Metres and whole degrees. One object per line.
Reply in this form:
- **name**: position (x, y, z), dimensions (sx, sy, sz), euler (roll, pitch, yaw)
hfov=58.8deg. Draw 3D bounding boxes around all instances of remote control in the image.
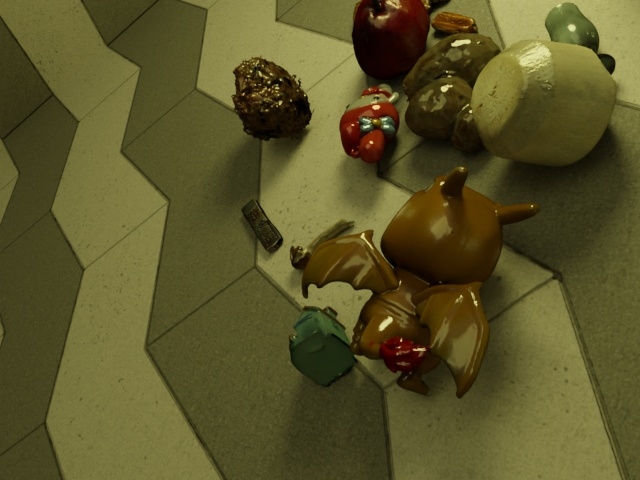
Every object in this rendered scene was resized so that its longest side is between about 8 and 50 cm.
- **remote control**: position (-0.161, -0.044, 1.555), dimensions (0.059, 0.028, 0.212), euler (-39, 45, 3)

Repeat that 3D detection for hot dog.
- **hot dog**: position (0.361, -0.580, 1.526), dimensions (0.062, 0.038, 0.144), euler (-50, 47, -7)

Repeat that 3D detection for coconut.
- **coconut**: position (0.444, -0.267, 1.116), dimensions (0.237, 0.265, 0.237), euler (-174, 90, -74)

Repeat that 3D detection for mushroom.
- **mushroom**: position (0.000, 0.000, 1.384), dimensions (0.187, 0.061, 0.060), euler (-41, 39, 1)

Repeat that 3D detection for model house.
- **model house**: position (-0.004, 0.199, 1.201), dimensions (0.119, 0.148, 0.149), euler (-38, 32, 16)

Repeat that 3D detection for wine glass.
- **wine glass**: position (0.558, -0.429, 1.234), dimensions (0.093, 0.093, 0.202), euler (-24, 52, 22)

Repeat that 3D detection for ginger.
- **ginger**: position (0.305, -0.338, 1.336), dimensions (0.244, 0.155, 0.304), euler (-5, 66, 27)

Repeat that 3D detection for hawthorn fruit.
- **hawthorn fruit**: position (0.181, -0.569, 1.502), dimensions (0.210, 0.266, 0.230), euler (21, 77, 24)

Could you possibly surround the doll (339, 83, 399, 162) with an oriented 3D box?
- **doll**: position (0.124, -0.294, 1.439), dimensions (0.161, 0.130, 0.290), euler (-7, 42, 26)

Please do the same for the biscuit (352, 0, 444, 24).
- **biscuit**: position (0.239, -0.736, 1.698), dimensions (0.334, 0.081, 0.289), euler (-15, 52, 31)

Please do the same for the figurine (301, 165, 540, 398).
- **figurine**: position (0.204, 0.076, 1.029), dimensions (0.401, 0.268, 0.387), euler (30, 92, 52)

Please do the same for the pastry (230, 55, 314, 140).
- **pastry**: position (-0.155, -0.397, 1.633), dimensions (0.193, 0.274, 0.275), euler (-50, 40, 28)
